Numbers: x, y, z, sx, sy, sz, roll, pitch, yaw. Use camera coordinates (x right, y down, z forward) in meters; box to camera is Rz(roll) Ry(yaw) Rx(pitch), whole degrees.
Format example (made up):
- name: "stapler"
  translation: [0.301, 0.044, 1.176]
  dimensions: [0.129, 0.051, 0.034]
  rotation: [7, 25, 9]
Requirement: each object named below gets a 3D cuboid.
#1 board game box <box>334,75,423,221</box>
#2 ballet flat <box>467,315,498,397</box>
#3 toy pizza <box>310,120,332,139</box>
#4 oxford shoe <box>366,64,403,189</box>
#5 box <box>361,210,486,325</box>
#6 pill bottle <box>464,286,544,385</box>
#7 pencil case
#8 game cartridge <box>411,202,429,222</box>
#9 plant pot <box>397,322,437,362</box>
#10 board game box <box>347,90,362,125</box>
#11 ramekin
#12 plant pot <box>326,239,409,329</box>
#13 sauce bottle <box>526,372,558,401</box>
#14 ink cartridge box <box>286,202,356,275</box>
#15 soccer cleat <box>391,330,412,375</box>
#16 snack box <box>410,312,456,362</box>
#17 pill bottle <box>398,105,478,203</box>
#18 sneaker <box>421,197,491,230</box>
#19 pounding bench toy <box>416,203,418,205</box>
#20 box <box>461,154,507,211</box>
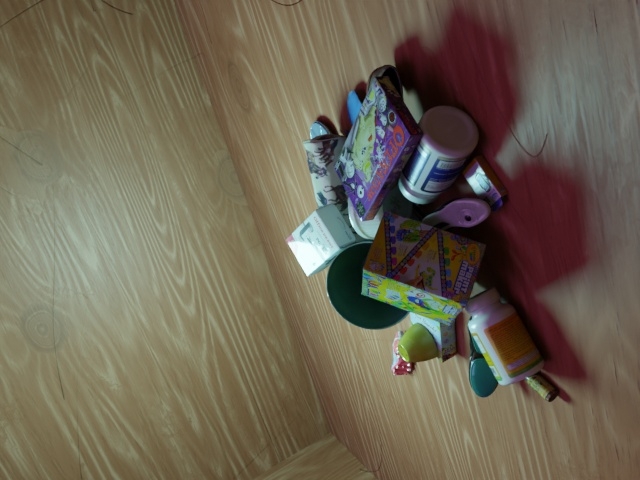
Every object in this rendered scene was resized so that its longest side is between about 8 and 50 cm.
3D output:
- name: "board game box"
  translation: [0.142, -0.234, 1.632]
  dimensions: [0.208, 0.056, 0.347]
  rotation: [61, 148, 26]
- name: "ballet flat"
  translation: [0.494, 0.332, 1.845]
  dimensions: [0.095, 0.096, 0.280]
  rotation: [2, 113, 19]
- name: "toy pizza"
  translation: [0.022, -0.353, 2.303]
  dimensions: [0.201, 0.032, 0.201]
  rotation: [53, 158, 33]
- name: "oxford shoe"
  translation: [0.172, -0.307, 1.687]
  dimensions: [0.130, 0.123, 0.348]
  rotation: [-101, 7, -83]
- name: "box"
  translation: [0.273, 0.088, 1.704]
  dimensions: [0.279, 0.177, 0.290]
  rotation: [20, 164, 9]
- name: "pill bottle"
  translation: [0.493, 0.257, 1.684]
  dimensions: [0.245, 0.136, 0.136]
  rotation: [62, 160, 7]
- name: "pencil case"
  translation: [0.068, -0.168, 2.134]
  dimensions: [0.160, 0.183, 0.410]
  rotation: [-5, 102, 47]
- name: "game cartridge"
  translation: [0.270, -0.046, 2.008]
  dimensions: [0.355, 0.068, 0.230]
  rotation: [50, 151, 35]
- name: "plant pot"
  translation: [0.320, 0.363, 2.100]
  dimensions: [0.134, 0.095, 0.134]
  rotation: [53, 159, 31]
- name: "board game box"
  translation: [0.132, -0.396, 1.955]
  dimensions: [0.133, 0.033, 0.168]
  rotation: [100, 150, -60]
- name: "ramekin"
  translation: [0.187, -0.106, 1.837]
  dimensions: [0.109, 0.207, 0.207]
  rotation: [2, 118, 40]
- name: "plant pot"
  translation: [0.183, 0.121, 2.016]
  dimensions: [0.290, 0.290, 0.195]
  rotation: [68, -161, -7]
- name: "sauce bottle"
  translation: [0.601, 0.393, 1.713]
  dimensions: [0.128, 0.042, 0.042]
  rotation: [44, 151, 43]
- name: "ink cartridge box"
  translation: [0.000, 0.000, 2.073]
  dimensions: [0.218, 0.092, 0.158]
  rotation: [-42, 75, 45]
- name: "soccer cleat"
  translation: [0.323, 0.459, 2.465]
  dimensions: [0.248, 0.083, 0.095]
  rotation: [82, -176, -51]
- name: "snack box"
  translation: [0.381, 0.283, 2.097]
  dimensions: [0.174, 0.070, 0.207]
  rotation: [40, 147, 50]
- name: "pill bottle"
  translation: [0.295, -0.213, 1.602]
  dimensions: [0.153, 0.153, 0.264]
  rotation: [58, 159, 19]
- name: "sneaker"
  translation: [0.376, -0.085, 1.633]
  dimensions: [0.217, 0.121, 0.079]
  rotation: [-19, 103, 50]
- name: "pounding bench toy"
  translation: [0.296, -0.137, 1.819]
  dimensions: [0.052, 0.065, 0.083]
  rotation: [61, 160, 11]
- name: "box"
  translation: [0.420, -0.141, 1.561]
  dimensions: [0.136, 0.028, 0.081]
  rotation: [58, 159, 12]
